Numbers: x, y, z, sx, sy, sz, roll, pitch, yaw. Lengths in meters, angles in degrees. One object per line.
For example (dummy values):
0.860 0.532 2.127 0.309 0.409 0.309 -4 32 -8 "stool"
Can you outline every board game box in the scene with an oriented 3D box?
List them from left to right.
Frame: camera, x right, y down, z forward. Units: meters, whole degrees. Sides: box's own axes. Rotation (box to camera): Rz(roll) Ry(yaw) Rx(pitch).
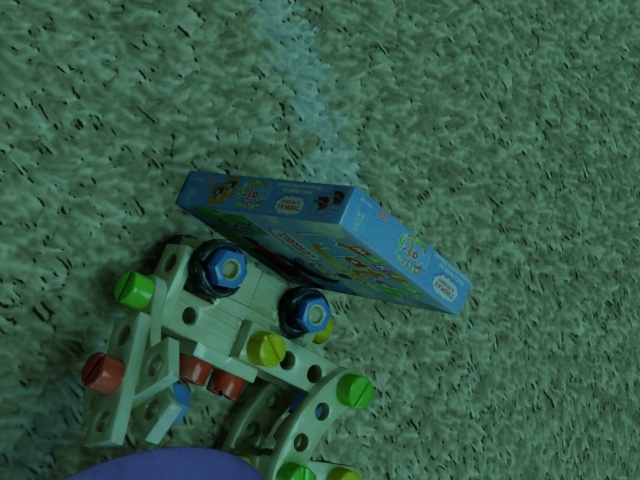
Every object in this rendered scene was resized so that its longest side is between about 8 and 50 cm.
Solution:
0.000 0.000 0.994 0.160 0.211 0.039 37 71 -38 "board game box"

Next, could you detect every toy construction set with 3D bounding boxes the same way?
-0.081 0.122 0.991 0.327 0.151 0.215 37 71 -50 "toy construction set"

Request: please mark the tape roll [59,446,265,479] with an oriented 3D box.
-0.143 0.283 0.889 0.275 0.090 0.275 -19 137 -19 "tape roll"
